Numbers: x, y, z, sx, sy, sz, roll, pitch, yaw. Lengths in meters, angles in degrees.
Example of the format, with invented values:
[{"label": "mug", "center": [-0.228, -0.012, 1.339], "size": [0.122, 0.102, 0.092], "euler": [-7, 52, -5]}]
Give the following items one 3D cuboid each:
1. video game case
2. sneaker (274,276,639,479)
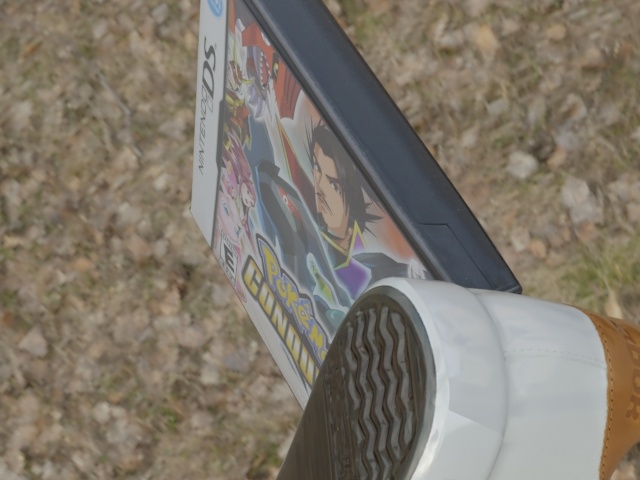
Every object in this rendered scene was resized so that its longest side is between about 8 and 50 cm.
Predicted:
[{"label": "video game case", "center": [0.000, 0.000, 0.744], "size": [0.035, 0.248, 0.275], "euler": [-19, 57, -21]}, {"label": "sneaker", "center": [0.031, 0.133, 0.494], "size": [0.290, 0.123, 0.106], "euler": [-61, 36, 40]}]
